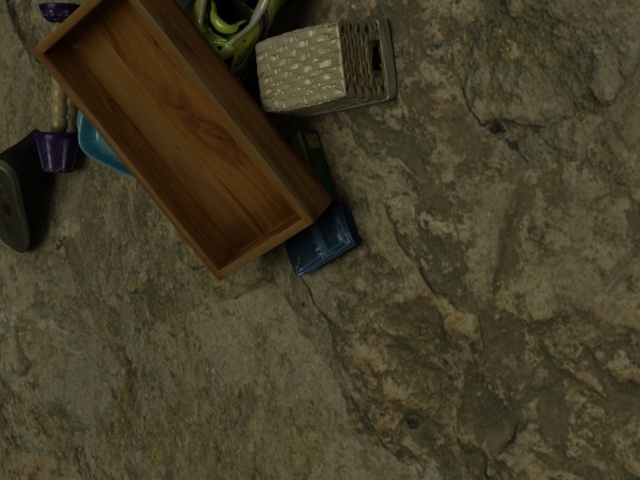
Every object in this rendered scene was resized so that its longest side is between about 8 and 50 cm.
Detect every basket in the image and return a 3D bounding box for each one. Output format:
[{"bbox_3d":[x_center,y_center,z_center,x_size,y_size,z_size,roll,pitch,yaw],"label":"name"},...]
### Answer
[{"bbox_3d":[0.004,-0.232,1.789,0.167,0.103,0.113,-7,90,40],"label":"basket"}]

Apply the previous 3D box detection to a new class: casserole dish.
[{"bbox_3d":[-0.317,-0.171,2.117,0.188,0.037,0.114,27,110,36],"label":"casserole dish"}]

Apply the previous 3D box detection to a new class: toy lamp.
[{"bbox_3d":[-0.429,-0.248,2.183,0.080,0.080,0.275,4,94,41],"label":"toy lamp"}]

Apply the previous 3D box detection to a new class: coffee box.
[{"bbox_3d":[-0.065,-0.074,1.902,0.184,0.040,0.113,-24,78,39],"label":"coffee box"}]

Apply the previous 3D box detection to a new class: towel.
[{"bbox_3d":[0.000,0.000,1.859,0.119,0.029,0.067,-32,72,38],"label":"towel"}]

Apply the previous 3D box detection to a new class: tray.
[{"bbox_3d":[-0.188,-0.158,1.815,0.203,0.076,0.411,-31,102,38],"label":"tray"}]

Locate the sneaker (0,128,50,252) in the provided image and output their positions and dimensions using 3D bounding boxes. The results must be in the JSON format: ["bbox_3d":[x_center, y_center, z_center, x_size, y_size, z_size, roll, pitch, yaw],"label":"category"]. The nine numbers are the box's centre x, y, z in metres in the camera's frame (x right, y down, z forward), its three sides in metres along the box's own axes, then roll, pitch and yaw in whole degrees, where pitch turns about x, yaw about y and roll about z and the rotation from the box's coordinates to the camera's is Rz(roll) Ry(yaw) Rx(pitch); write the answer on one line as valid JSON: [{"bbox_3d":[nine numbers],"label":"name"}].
[{"bbox_3d":[-0.495,-0.079,2.262,0.083,0.118,0.222,29,142,16],"label":"sneaker"}]

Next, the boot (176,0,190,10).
[{"bbox_3d":[-0.179,-0.263,1.967,0.161,0.083,0.246,-8,93,31],"label":"boot"}]

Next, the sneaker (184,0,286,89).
[{"bbox_3d":[-0.156,-0.273,1.852,0.145,0.147,0.385,27,110,3],"label":"sneaker"}]
